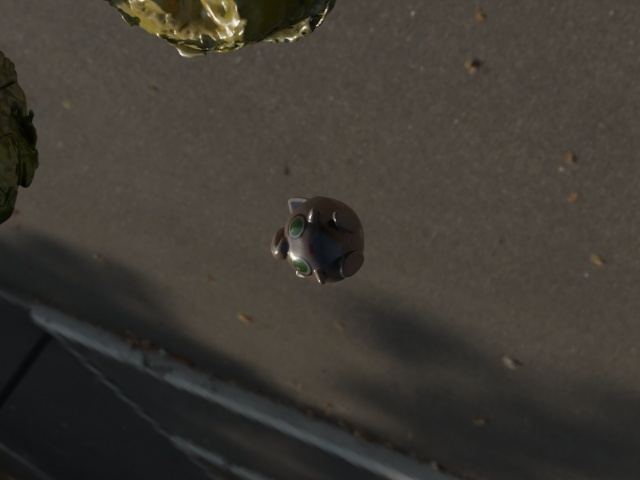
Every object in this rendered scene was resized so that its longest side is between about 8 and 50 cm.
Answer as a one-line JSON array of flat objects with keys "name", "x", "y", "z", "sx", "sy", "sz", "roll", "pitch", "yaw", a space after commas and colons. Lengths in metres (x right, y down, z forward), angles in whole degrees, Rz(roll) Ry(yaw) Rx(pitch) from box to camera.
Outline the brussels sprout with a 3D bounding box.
[{"name": "brussels sprout", "x": -0.328, "y": -0.081, "z": 0.888, "sx": 0.145, "sy": 0.183, "sz": 0.131, "roll": -14, "pitch": 146, "yaw": 16}]

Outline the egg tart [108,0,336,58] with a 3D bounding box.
[{"name": "egg tart", "x": -0.131, "y": -0.284, "z": 1.051, "sx": 0.314, "sy": 0.120, "sz": 0.315, "roll": 20, "pitch": 156, "yaw": 9}]

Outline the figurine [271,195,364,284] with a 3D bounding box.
[{"name": "figurine", "x": 0.000, "y": 0.000, "z": 1.465, "sx": 0.138, "sy": 0.125, "sz": 0.125, "roll": 7, "pitch": 146, "yaw": 50}]
